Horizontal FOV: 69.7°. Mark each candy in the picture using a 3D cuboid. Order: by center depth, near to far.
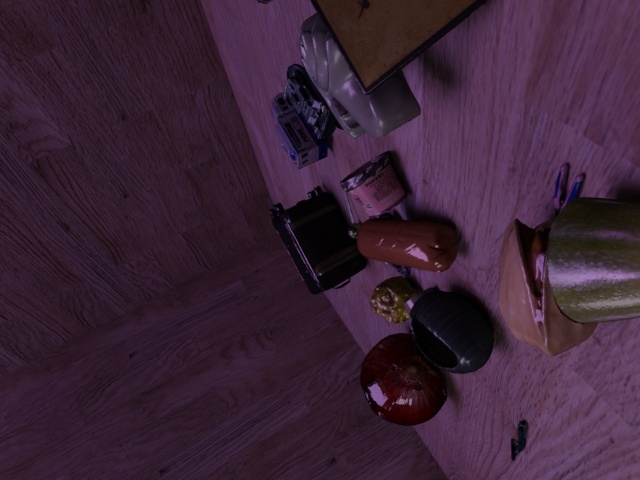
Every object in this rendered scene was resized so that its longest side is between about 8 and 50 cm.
[{"bbox_3d":[0.115,-0.105,1.744,0.061,0.061,0.203,-150,43,-71],"label":"candy"}]

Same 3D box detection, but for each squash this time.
[{"bbox_3d":[0.374,0.022,0.571,0.122,0.170,0.170,-10,108,62],"label":"squash"}]

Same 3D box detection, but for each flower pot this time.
[{"bbox_3d":[0.073,-0.341,0.926,0.254,0.164,0.367,60,-176,-13],"label":"flower pot"},{"bbox_3d":[0.339,0.235,1.199,0.243,0.157,0.190,42,150,49],"label":"flower pot"}]

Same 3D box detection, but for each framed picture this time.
[{"bbox_3d":[0.082,-0.434,0.682,0.014,0.255,0.339,-24,-96,-57],"label":"framed picture"}]

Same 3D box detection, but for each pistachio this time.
[{"bbox_3d":[0.358,0.069,0.734,0.157,0.157,0.230,-147,40,-69],"label":"pistachio"}]

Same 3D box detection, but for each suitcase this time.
[{"bbox_3d":[0.000,0.000,1.936,0.434,0.283,0.194,63,151,1],"label":"suitcase"}]

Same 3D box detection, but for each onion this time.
[{"bbox_3d":[0.310,0.538,1.754,0.342,0.341,0.341,58,169,19],"label":"onion"}]

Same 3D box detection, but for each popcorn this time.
[{"bbox_3d":[0.260,0.197,1.533,0.173,0.173,0.143,-151,51,-71],"label":"popcorn"}]

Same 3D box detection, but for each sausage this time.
[{"bbox_3d":[0.218,0.006,1.183,0.304,0.121,0.121,9,128,56],"label":"sausage"}]

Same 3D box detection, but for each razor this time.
[{"bbox_3d":[0.569,0.561,1.307,0.190,0.033,0.066,77,-156,-43],"label":"razor"}]

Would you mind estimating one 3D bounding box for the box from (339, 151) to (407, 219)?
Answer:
[{"bbox_3d":[0.150,-0.142,1.237,0.135,0.151,0.151,54,171,-11],"label":"box"}]

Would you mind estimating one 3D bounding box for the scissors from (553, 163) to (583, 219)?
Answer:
[{"bbox_3d":[0.373,-0.066,0.703,0.039,0.012,0.113,53,166,39],"label":"scissors"}]

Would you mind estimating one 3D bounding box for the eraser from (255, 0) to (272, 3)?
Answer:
[{"bbox_3d":[-0.181,-0.814,1.219,0.155,0.101,0.332,57,169,24],"label":"eraser"}]

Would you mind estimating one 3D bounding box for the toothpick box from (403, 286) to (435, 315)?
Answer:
[{"bbox_3d":[0.340,0.243,1.367,0.181,0.111,0.111,59,169,20],"label":"toothpick box"}]

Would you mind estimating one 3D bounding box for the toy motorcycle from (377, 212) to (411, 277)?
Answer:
[{"bbox_3d":[0.226,0.009,1.427,0.122,0.080,0.216,26,137,68],"label":"toy motorcycle"}]

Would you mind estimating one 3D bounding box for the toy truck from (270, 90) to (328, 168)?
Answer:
[{"bbox_3d":[-0.088,-0.405,1.646,0.268,0.155,0.124,59,169,18],"label":"toy truck"}]

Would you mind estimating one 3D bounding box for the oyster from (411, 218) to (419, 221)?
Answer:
[{"bbox_3d":[0.263,0.008,1.274,0.106,0.056,0.177,55,149,18],"label":"oyster"}]

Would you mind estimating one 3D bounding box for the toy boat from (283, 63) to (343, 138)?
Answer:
[{"bbox_3d":[-0.040,-0.446,1.417,0.296,0.122,0.114,59,144,29],"label":"toy boat"}]
